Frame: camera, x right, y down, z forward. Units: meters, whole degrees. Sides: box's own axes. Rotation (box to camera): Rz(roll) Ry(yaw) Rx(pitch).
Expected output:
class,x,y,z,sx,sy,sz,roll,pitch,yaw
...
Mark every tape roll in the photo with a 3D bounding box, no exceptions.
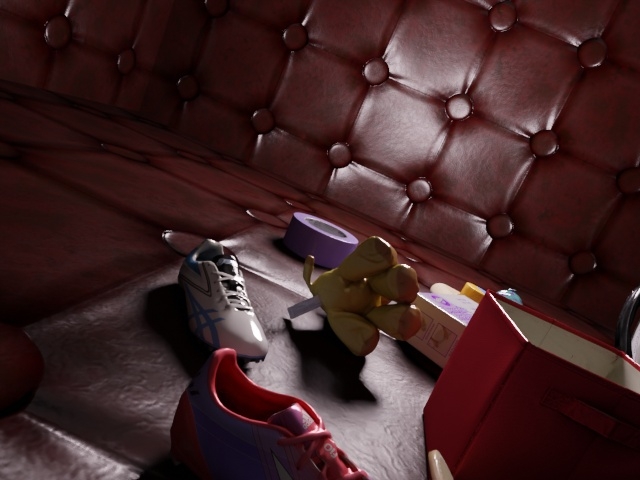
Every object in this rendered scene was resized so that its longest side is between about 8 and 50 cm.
class,x,y,z,sx,sy,sz,roll,pitch,yaw
tape roll,0.000,0.000,1.128,0.188,0.080,0.189,22,13,-5

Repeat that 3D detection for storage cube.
class,x,y,z,sx,sy,sz,roll,pitch,yaw
storage cube,0.239,0.197,0.463,0.183,0.193,0.215,25,11,6

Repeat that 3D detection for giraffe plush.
class,x,y,z,sx,sy,sz,roll,pitch,yaw
giraffe plush,0.071,0.099,0.731,0.210,0.182,0.170,-8,-10,18

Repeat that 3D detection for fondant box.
class,x,y,z,sx,sy,sz,roll,pitch,yaw
fondant box,0.338,0.220,0.789,0.238,0.096,0.330,11,17,-48

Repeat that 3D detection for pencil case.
class,x,y,z,sx,sy,sz,roll,pitch,yaw
pencil case,0.368,0.138,0.815,0.070,0.065,0.151,10,8,16

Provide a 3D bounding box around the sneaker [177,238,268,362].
class,x,y,z,sx,sy,sz,roll,pitch,yaw
sneaker,-0.130,0.072,0.557,0.085,0.086,0.237,17,15,-38

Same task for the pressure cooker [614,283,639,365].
class,x,y,z,sx,sy,sz,roll,pitch,yaw
pressure cooker,0.746,0.236,0.729,0.420,0.376,0.370,18,19,16

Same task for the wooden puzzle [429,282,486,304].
class,x,y,z,sx,sy,sz,roll,pitch,yaw
wooden puzzle,0.497,0.217,1.140,0.347,0.081,0.322,23,12,-4

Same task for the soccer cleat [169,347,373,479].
class,x,y,z,sx,sy,sz,roll,pitch,yaw
soccer cleat,-0.005,0.177,0.313,0.248,0.095,0.083,27,12,17

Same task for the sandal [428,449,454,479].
class,x,y,z,sx,sy,sz,roll,pitch,yaw
sandal,0.140,0.237,0.275,0.088,0.079,0.240,59,12,-18
